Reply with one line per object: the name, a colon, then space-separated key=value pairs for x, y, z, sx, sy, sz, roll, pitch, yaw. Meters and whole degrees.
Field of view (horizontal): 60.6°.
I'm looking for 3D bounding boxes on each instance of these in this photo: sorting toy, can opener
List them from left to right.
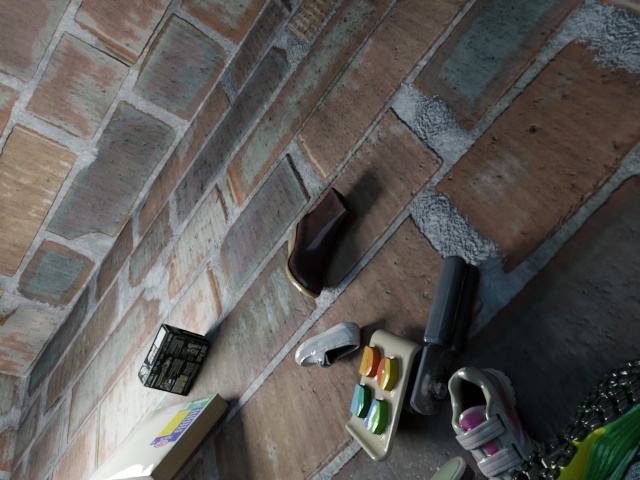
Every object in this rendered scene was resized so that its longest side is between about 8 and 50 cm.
sorting toy: x=0.104 y=0.272 z=1.008 sx=0.193 sy=0.038 sz=0.208 roll=180 pitch=109 yaw=-76
can opener: x=0.202 y=0.167 z=0.976 sx=0.095 sy=0.076 sz=0.283 roll=-3 pitch=65 yaw=52

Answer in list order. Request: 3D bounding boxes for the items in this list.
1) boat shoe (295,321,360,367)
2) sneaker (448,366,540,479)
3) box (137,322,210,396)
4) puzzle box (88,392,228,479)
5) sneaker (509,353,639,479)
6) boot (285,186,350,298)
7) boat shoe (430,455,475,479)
boat shoe: x=0.016 y=0.244 z=1.198 sx=0.184 sy=0.066 sz=0.063 roll=-31 pitch=44 yaw=26
sneaker: x=0.251 y=0.290 z=0.794 sx=0.103 sy=0.111 sz=0.252 roll=-48 pitch=37 yaw=23
box: x=-0.444 y=0.362 z=1.664 sx=0.077 sy=0.147 sz=0.180 roll=24 pitch=89 yaw=57
puzzle box: x=-0.452 y=0.562 z=1.505 sx=0.409 sy=0.052 sz=0.272 roll=-27 pitch=14 yaw=43
sneaker: x=0.374 y=0.261 z=0.659 sx=0.343 sy=0.146 sz=0.134 roll=-48 pitch=-10 yaw=6
boot: x=0.000 y=0.000 z=1.348 sx=0.207 sy=0.090 sz=0.248 roll=-51 pitch=32 yaw=22
boat shoe: x=0.174 y=0.440 z=0.843 sx=0.228 sy=0.068 sz=0.081 roll=-56 pitch=-6 yaw=4
